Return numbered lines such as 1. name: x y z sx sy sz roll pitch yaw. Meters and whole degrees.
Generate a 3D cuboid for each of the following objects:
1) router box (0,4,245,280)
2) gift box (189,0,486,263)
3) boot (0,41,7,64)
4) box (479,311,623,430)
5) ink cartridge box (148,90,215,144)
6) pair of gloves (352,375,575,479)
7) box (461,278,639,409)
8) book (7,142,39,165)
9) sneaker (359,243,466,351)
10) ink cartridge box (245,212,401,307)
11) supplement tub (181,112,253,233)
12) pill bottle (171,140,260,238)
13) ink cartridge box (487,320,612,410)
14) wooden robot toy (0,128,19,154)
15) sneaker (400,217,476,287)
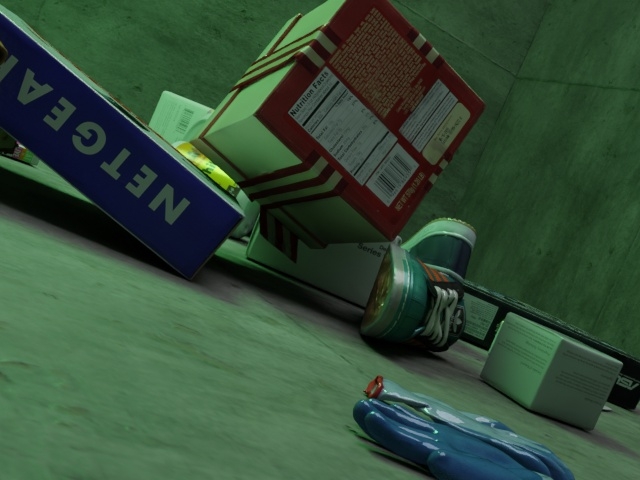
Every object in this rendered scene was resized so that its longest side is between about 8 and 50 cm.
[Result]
1. router box: -0.236 -0.111 0.872 0.335 0.082 0.301 40 0 -10
2. gift box: 0.018 -0.123 1.025 0.276 0.255 0.258 47 -19 -18
3. boot: -0.415 -0.161 0.674 0.280 0.264 0.096 54 -8 25
4. box: 0.259 0.147 0.923 0.101 0.087 0.102 22 2 -26
5. ink cartridge box: -0.228 -0.176 1.835 0.354 0.207 0.119 26 5 23
6. pair of gloves: 0.097 0.133 0.522 0.159 0.023 0.198 22 2 7
7. box: 0.353 0.156 1.494 0.395 0.097 0.318 23 4 -9
8. book: -0.465 -0.148 1.117 0.144 0.035 0.096 21 7 -41
9. sneaker: 0.118 0.073 0.952 0.121 0.108 0.302 20 1 5
10. ink cartridge box: 0.000 0.000 1.273 0.202 0.117 0.278 23 3 -3
11. supplement tub: -0.135 -0.115 1.588 0.272 0.191 0.191 21 3 -32
12. pill bottle: -0.204 -0.094 1.385 0.215 0.117 0.117 24 3 14
13. ink cartridge box: 0.360 0.190 1.239 0.180 0.060 0.104 25 3 34
14. wooden robot toy: -0.412 -0.122 0.966 0.173 0.076 0.079 24 -32 19
15. sneaker: 0.144 0.087 1.258 0.099 0.153 0.282 21 -27 -7
